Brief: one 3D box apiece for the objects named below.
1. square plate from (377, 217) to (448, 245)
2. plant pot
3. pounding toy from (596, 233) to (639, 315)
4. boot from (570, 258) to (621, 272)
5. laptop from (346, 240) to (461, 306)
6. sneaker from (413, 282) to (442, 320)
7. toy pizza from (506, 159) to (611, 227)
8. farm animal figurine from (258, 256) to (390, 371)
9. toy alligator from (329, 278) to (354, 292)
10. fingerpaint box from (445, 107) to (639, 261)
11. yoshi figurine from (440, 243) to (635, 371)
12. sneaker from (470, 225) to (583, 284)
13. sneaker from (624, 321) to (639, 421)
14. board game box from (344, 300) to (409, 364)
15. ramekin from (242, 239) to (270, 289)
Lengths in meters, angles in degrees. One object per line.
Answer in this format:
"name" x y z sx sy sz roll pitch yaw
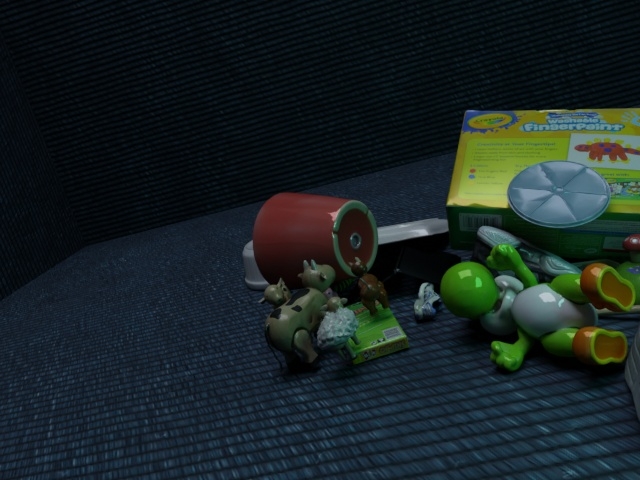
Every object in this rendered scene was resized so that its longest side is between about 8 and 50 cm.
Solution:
"square plate" 0.219 -0.021 1.749 0.343 0.049 0.347 -10 1 26
"plant pot" 0.000 0.000 1.483 0.243 0.275 0.275 -2 20 39
"pounding toy" 0.634 0.059 1.094 0.236 0.110 0.182 -28 19 -39
"boot" 0.593 0.063 1.264 0.118 0.042 0.087 -3 -1 -11
"laptop" 0.228 0.106 1.521 0.264 0.137 0.234 -38 6 23
"sneaker" 0.255 0.144 1.309 0.058 0.052 0.135 1 28 20
"toy pizza" 0.497 -0.094 1.186 0.201 0.032 0.201 -10 46 10
"farm animal figurine" -0.031 0.143 1.270 0.330 0.172 0.327 -21 18 33
"toy alligator" 0.072 0.107 1.608 0.189 0.056 0.051 -28 59 -37
"fingerpaint box" 0.552 -0.144 1.354 0.444 0.163 0.371 3 48 20
"yoshi figurine" 0.352 0.115 1.030 0.203 0.203 0.362 -33 14 -23
"sneaker" 0.440 0.086 1.222 0.268 0.153 0.101 30 15 19
"sneaker" 0.502 0.197 0.814 0.091 0.094 0.258 16 27 18
"board game box" 0.108 0.194 1.280 0.124 0.039 0.259 -18 17 -1
"ramekin" -0.132 0.051 1.859 0.272 0.127 0.273 -14 15 4
